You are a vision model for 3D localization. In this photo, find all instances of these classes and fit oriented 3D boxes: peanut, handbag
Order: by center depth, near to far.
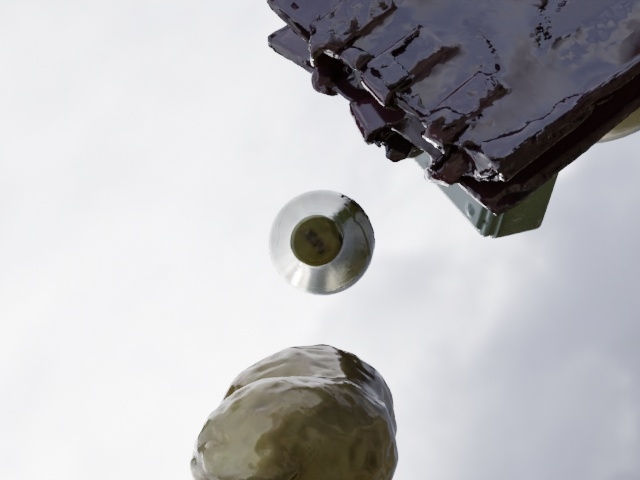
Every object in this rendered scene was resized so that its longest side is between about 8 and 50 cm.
[{"bbox_3d":[-0.009,0.111,1.084,0.103,0.098,0.229,-25,1,6],"label":"peanut"},{"bbox_3d":[0.102,-0.128,1.155,0.216,0.203,0.074,-39,-32,-21],"label":"handbag"}]

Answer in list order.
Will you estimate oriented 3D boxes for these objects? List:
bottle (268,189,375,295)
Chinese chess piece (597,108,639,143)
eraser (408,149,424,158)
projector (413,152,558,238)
[{"bbox_3d":[0.000,0.000,1.470,0.083,0.083,0.269,-58,-2,-1],"label":"bottle"},{"bbox_3d":[0.213,-0.214,1.635,0.102,0.273,0.273,-17,-43,-13],"label":"Chinese chess piece"},{"bbox_3d":[0.197,-0.213,1.940,0.352,0.061,0.089,-36,-57,-9],"label":"eraser"},{"bbox_3d":[0.195,-0.152,2.199,0.099,0.192,0.256,-14,-43,-31],"label":"projector"}]
